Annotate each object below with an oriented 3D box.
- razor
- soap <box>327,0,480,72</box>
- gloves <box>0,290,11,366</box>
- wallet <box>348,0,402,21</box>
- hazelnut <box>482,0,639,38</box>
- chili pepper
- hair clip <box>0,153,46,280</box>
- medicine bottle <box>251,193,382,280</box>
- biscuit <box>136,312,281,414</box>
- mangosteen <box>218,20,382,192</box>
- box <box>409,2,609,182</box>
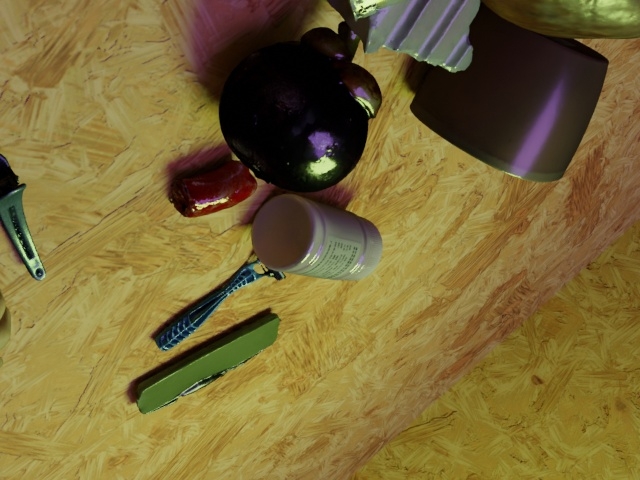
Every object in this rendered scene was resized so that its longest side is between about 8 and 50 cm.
[{"bbox_3d":[-0.183,0.109,1.480,0.253,0.042,0.082,-39,110,-8],"label":"razor"},{"bbox_3d":[0.157,-0.393,1.104,0.258,0.159,0.302,3,130,-50],"label":"soap"},{"bbox_3d":[-0.472,0.115,1.022,0.197,0.152,0.301,-17,168,6],"label":"gloves"},{"bbox_3d":[0.159,-0.367,0.894,0.310,0.077,0.223,-18,149,4],"label":"wallet"},{"bbox_3d":[0.376,-0.447,1.156,0.409,0.359,0.359,-15,142,-54],"label":"hazelnut"},{"bbox_3d":[-0.153,-0.076,1.238,0.123,0.070,0.073,-23,129,-30],"label":"chili pepper"},{"bbox_3d":[-0.374,-0.021,1.046,0.039,0.070,0.229,-35,159,-23],"label":"hair clip"},{"bbox_3d":[0.000,0.000,1.474,0.133,0.133,0.250,-52,152,16],"label":"medicine bottle"},{"bbox_3d":[-0.214,0.234,1.617,0.323,0.038,0.099,-26,145,-28],"label":"biscuit"},{"bbox_3d":[-0.014,-0.188,1.128,0.250,0.211,0.211,-53,153,-5],"label":"mangosteen"},{"bbox_3d":[0.324,-0.255,1.408,0.301,0.301,0.216,-7,130,-48],"label":"box"}]
